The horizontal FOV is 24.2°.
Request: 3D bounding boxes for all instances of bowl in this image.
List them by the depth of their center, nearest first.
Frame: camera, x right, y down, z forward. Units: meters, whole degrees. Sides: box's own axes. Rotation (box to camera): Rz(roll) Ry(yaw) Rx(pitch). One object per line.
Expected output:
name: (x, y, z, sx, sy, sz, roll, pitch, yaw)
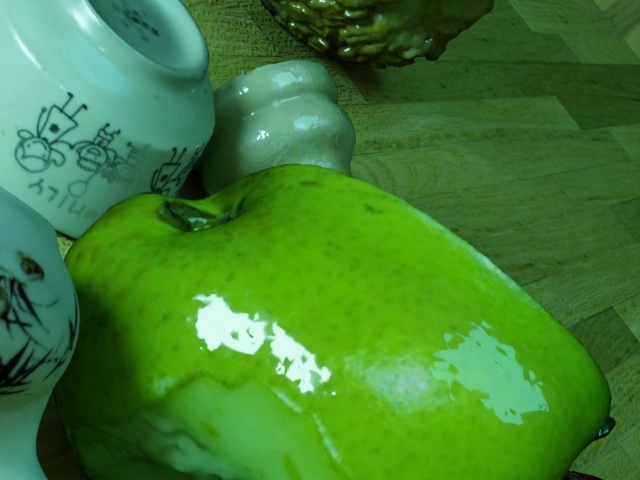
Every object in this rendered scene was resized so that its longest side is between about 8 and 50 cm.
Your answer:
bowl: (-0.167, -0.125, 1.070, 0.238, 0.126, 0.237, 36, 28, -23)

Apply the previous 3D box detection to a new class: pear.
pear: (-0.032, 0.088, 0.844, 0.282, 0.286, 0.176, 50, 44, 1)

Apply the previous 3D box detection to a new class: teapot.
teapot: (-0.241, 0.014, 0.730, 0.300, 0.165, 0.208, 21, 4, -18)

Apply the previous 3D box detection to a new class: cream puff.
cream puff: (0.032, -0.314, 1.529, 0.327, 0.231, 0.343, 47, 18, -17)

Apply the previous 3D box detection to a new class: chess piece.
chess piece: (0.000, 0.000, 1.167, 0.143, 0.143, 0.260, 0, 58, -58)

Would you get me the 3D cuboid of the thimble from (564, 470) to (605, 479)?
thimble: (0.154, 0.248, 1.017, 0.125, 0.163, 0.189, 8, 47, -53)
